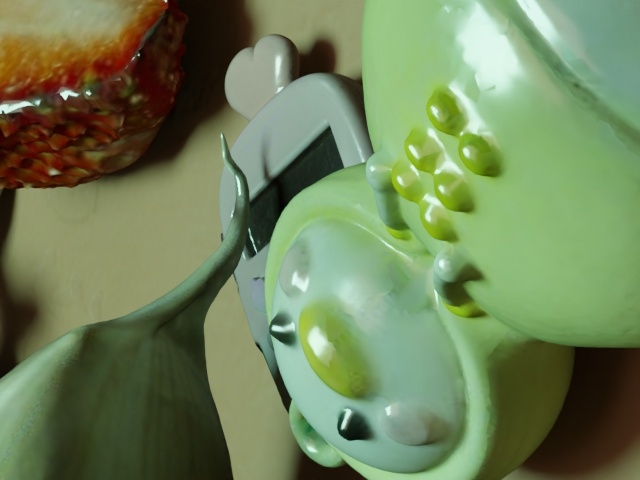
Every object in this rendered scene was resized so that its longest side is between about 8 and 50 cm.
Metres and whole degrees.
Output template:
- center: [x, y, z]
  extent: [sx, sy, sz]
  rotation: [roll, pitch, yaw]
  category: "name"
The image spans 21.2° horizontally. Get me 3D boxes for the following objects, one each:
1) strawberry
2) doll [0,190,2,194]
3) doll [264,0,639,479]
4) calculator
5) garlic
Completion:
- center: [-0.140, -0.080, 0.773]
  extent: [0.175, 0.107, 0.236]
  rotation: [-41, 48, 3]
  category: "strawberry"
- center: [-0.225, 0.019, 0.873]
  extent: [0.161, 0.059, 0.160]
  rotation: [-20, 42, 55]
  category: "doll"
- center: [0.051, -0.011, 0.460]
  extent: [0.141, 0.117, 0.296]
  rotation: [49, 134, 14]
  category: "doll"
- center: [0.000, 0.000, 0.622]
  extent: [0.103, 0.024, 0.166]
  rotation: [-41, 60, 49]
  category: "calculator"
- center: [-0.083, 0.099, 0.591]
  extent: [0.148, 0.128, 0.267]
  rotation: [-45, -36, -74]
  category: "garlic"
